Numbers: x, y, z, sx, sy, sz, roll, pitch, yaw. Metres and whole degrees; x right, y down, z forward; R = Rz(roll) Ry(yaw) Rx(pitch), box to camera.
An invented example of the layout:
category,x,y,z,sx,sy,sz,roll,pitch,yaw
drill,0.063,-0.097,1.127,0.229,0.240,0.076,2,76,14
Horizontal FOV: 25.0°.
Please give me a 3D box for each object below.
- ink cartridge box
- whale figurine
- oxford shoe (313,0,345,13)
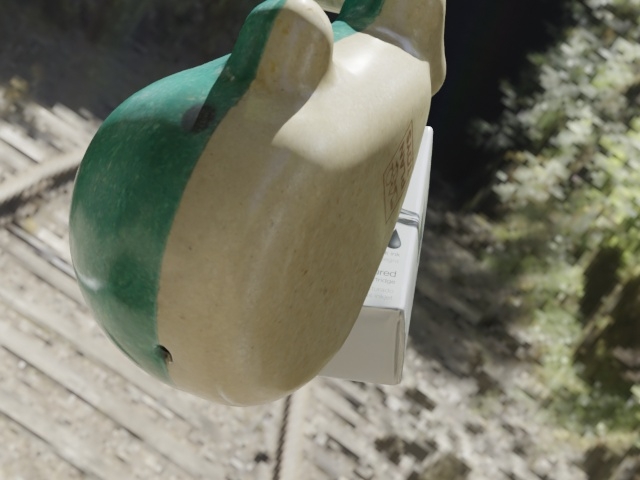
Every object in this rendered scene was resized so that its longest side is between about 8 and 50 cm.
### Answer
category,x,y,z,sx,sy,sz,roll,pitch,yaw
ink cartridge box,0.000,0.000,1.011,0.140,0.082,0.190,6,46,6
whale figurine,-0.027,-0.047,0.748,0.141,0.272,0.216,19,-34,20
oxford shoe,-0.077,-0.306,1.104,0.449,0.169,0.130,19,18,-25
